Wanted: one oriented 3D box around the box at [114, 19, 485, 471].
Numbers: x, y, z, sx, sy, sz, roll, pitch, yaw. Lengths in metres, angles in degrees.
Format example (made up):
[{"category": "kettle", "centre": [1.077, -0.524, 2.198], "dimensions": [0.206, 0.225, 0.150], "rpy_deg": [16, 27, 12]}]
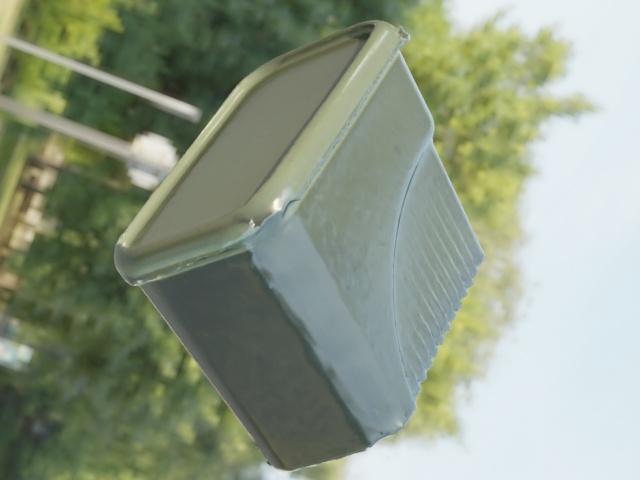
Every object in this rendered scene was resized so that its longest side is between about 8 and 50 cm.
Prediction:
[{"category": "box", "centre": [0.000, 0.000, 1.155], "dimensions": [0.138, 0.178, 0.274], "rpy_deg": [-18, -157, 32]}]
